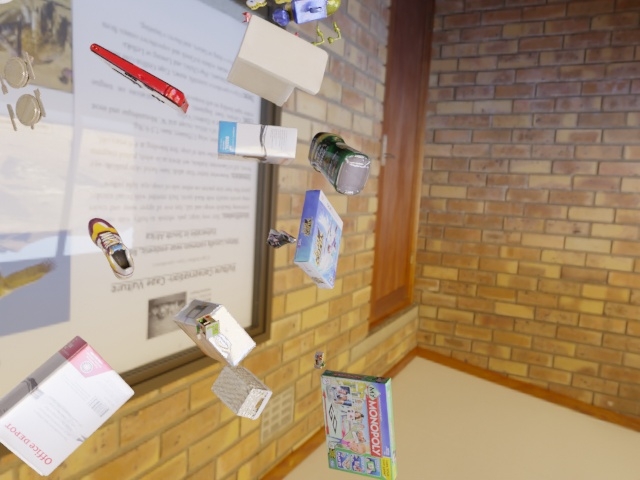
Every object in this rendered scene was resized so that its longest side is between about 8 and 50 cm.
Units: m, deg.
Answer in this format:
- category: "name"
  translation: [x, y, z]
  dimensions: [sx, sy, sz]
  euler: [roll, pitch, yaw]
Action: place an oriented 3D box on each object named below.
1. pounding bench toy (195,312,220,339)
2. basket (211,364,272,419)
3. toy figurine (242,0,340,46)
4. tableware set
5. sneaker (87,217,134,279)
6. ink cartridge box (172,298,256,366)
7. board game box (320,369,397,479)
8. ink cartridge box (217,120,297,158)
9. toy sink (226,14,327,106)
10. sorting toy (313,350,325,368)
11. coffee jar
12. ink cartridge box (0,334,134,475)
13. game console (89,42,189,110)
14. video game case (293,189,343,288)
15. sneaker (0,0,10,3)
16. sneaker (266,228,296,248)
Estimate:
- category: "pounding bench toy"
  translation: [-0.374, 0.278, 1.582]
  dimensions: [0.083, 0.052, 0.065]
  euler: [-21, -146, -41]
- category: "basket"
  translation: [-0.267, 0.502, 1.654]
  dimensions: [0.167, 0.113, 0.103]
  euler: [28, 174, 37]
- category: "toy figurine"
  translation: [-0.032, -0.681, 1.524]
  dimensions: [0.363, 0.191, 0.217]
  euler: [-22, -155, -25]
- category: "tableware set"
  translation: [-0.823, -0.415, 1.385]
  dimensions: [0.128, 0.194, 0.039]
  euler: [-15, -178, 20]
- category: "sneaker"
  translation: [-0.539, 0.012, 1.286]
  dimensions: [0.070, 0.185, 0.084]
  euler: [-34, 178, -32]
- category: "ink cartridge box"
  translation: [-0.418, 0.354, 1.927]
  dimensions: [0.131, 0.226, 0.306]
  euler: [-46, -158, -27]
- category: "board game box"
  translation: [0.116, 0.560, 1.505]
  dimensions: [0.214, 0.317, 0.046]
  euler: [0, -169, 27]
- category: "ink cartridge box"
  translation: [-0.265, -0.395, 2.033]
  dimensions: [0.308, 0.128, 0.223]
  euler: [3, 180, -12]
- category: "toy sink"
  translation: [-0.120, -0.482, 1.380]
  dimensions: [0.234, 0.152, 0.131]
  euler: [20, 157, -18]
- category: "sorting toy"
  translation: [-0.003, 0.437, 1.803]
  dimensions: [0.012, 0.062, 0.083]
  euler: [17, 167, -25]
- category: "coffee jar"
  translation: [0.036, -0.178, 1.112]
  dimensions: [0.079, 0.096, 0.184]
  euler: [3, -154, -26]
- category: "ink cartridge box"
  translation: [-0.679, 0.425, 1.300]
  dimensions: [0.117, 0.207, 0.283]
  euler: [7, -137, 50]
- category: "game console"
  translation: [-0.667, -0.596, 1.871]
  dimensions: [0.342, 0.060, 0.386]
  euler: [27, -178, -15]
- category: "video game case"
  translation: [0.000, 0.000, 1.721]
  dimensions: [0.061, 0.269, 0.244]
  euler: [-2, 154, 23]
- category: "sneaker"
  translation: [-0.927, -0.781, 1.298]
  dimensions: [0.114, 0.305, 0.152]
  euler: [-48, -176, -30]
- category: "sneaker"
  translation: [-0.170, 0.003, 2.117]
  dimensions: [0.072, 0.077, 0.178]
  euler: [31, 169, -29]
